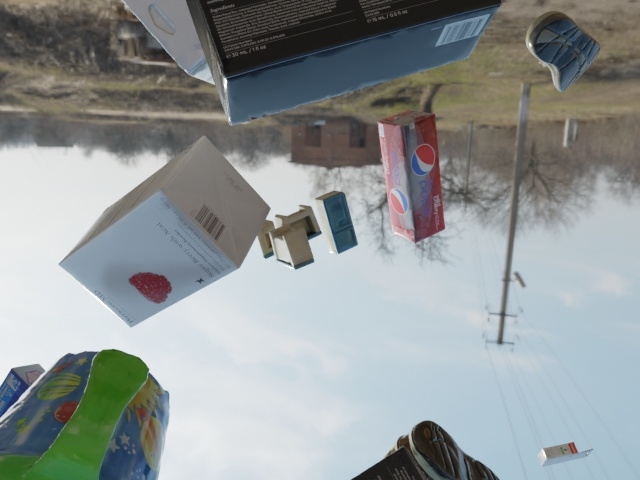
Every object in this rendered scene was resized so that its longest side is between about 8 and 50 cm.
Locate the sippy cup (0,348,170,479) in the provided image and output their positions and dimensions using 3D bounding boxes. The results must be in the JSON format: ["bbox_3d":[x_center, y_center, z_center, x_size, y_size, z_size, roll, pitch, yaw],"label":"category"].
[{"bbox_3d":[-0.284,0.257,0.688,0.305,0.240,0.224,-20,-152,18],"label":"sippy cup"}]

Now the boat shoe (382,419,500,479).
[{"bbox_3d":[0.234,0.443,1.031,0.120,0.324,0.122,-38,-166,21],"label":"boat shoe"}]

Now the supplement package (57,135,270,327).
[{"bbox_3d":[-0.265,-0.007,1.019,0.293,0.177,0.175,-28,-155,32],"label":"supplement package"}]

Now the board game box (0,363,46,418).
[{"bbox_3d":[-0.455,0.423,0.952,0.318,0.318,0.066,35,-173,18],"label":"board game box"}]

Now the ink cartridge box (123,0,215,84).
[{"bbox_3d":[-0.193,-0.326,0.891,0.092,0.160,0.219,-41,-172,7],"label":"ink cartridge box"}]

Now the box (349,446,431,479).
[{"bbox_3d":[0.064,0.382,0.767,0.207,0.153,0.108,-33,-128,-1],"label":"box"}]

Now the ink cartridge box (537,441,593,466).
[{"bbox_3d":[0.582,0.505,1.412,0.115,0.063,0.029,-12,-126,-1],"label":"ink cartridge box"}]

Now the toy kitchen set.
[{"bbox_3d":[0.000,0.000,1.132,0.207,0.122,0.166,-25,-161,-25],"label":"toy kitchen set"}]

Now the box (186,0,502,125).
[{"bbox_3d":[0.007,-0.243,0.571,0.261,0.184,0.103,-18,169,-10],"label":"box"}]

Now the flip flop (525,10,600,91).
[{"bbox_3d":[0.466,-0.380,1.171,0.277,0.112,0.080,10,-144,-49],"label":"flip flop"}]

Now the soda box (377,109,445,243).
[{"bbox_3d":[0.194,-0.134,1.253,0.092,0.263,0.083,-24,-152,-27],"label":"soda box"}]
